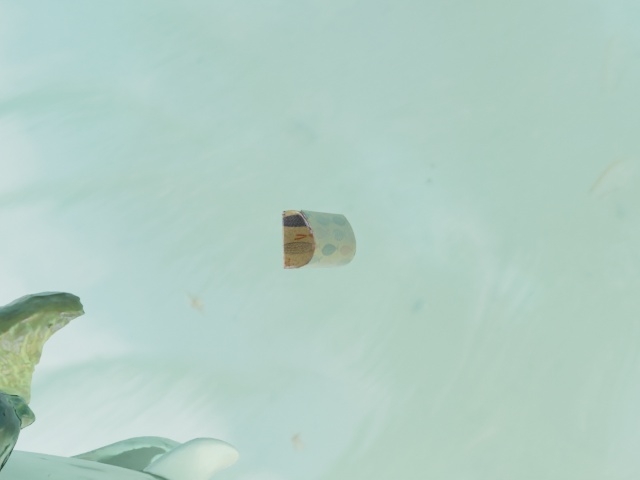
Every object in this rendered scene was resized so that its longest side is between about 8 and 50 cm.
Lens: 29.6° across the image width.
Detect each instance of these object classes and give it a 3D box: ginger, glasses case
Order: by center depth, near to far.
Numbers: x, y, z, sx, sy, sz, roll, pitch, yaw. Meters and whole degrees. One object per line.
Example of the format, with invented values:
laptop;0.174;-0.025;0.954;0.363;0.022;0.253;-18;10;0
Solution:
ginger;-0.164;0.054;0.496;0.044;0.137;0.057;96;155;-43
glasses case;0.000;0.000;1.385;0.041;0.170;0.065;-3;88;17

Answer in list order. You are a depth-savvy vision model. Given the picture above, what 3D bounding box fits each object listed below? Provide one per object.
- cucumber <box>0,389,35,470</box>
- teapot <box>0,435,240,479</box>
cucumber;-0.188;0.136;0.315;0.056;0.284;0.056;37;158;18
teapot;-0.157;0.140;0.582;0.204;0.298;0.139;-2;74;37
